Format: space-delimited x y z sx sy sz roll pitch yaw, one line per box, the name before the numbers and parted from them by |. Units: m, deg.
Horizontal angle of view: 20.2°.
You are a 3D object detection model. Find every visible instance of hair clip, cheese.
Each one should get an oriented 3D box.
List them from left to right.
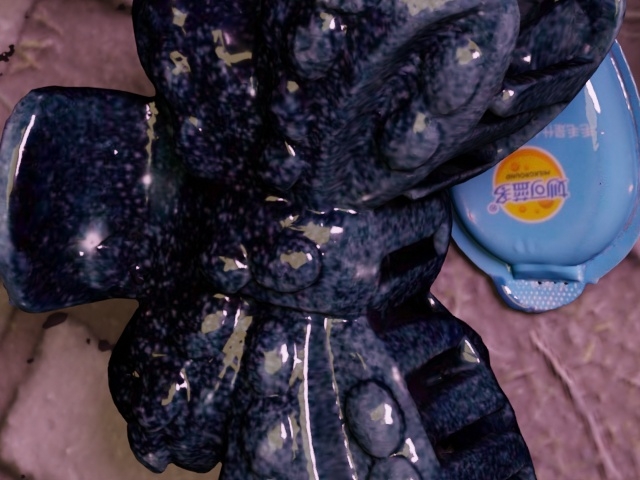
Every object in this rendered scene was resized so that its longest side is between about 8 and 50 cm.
hair clip | -0.004 -0.005 0.749 0.206 0.194 0.310 18 109 32
cheese | 0.094 -0.092 0.793 0.106 0.037 0.256 2 101 28
